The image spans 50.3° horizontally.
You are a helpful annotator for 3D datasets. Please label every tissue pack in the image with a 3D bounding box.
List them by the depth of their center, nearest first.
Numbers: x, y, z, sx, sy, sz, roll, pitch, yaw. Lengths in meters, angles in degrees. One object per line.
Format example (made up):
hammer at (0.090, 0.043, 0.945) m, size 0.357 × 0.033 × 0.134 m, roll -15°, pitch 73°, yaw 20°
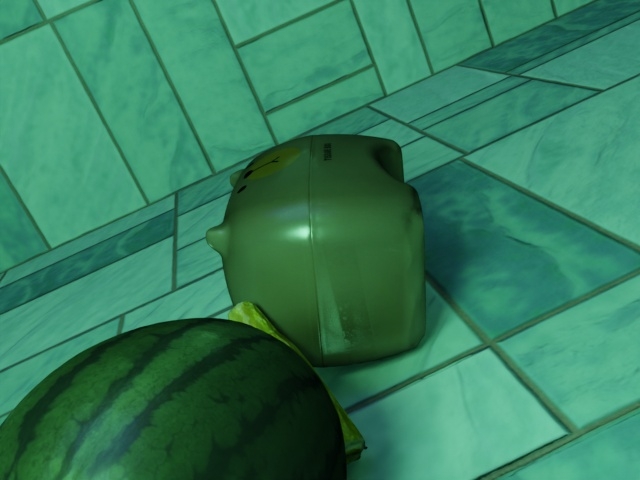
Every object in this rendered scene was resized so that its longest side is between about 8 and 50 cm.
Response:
tissue pack at (0.000, 0.000, 0.985) m, size 0.276 × 0.268 × 0.387 m, roll -6°, pitch 24°, yaw 4°

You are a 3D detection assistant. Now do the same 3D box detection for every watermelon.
watermelon at (-0.128, 0.210, 0.564) m, size 0.278 × 0.279 × 0.359 m, roll -12°, pitch 10°, yaw 27°

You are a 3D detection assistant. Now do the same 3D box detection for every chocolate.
chocolate at (-0.037, 0.160, 0.775) m, size 0.085 × 0.086 × 0.219 m, roll -29°, pitch 63°, yaw -13°
